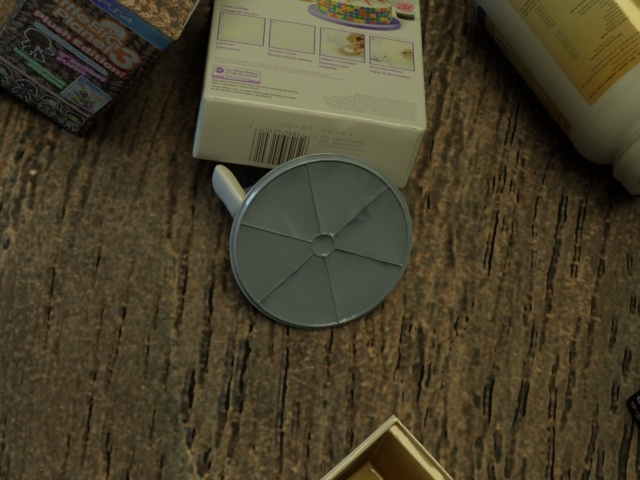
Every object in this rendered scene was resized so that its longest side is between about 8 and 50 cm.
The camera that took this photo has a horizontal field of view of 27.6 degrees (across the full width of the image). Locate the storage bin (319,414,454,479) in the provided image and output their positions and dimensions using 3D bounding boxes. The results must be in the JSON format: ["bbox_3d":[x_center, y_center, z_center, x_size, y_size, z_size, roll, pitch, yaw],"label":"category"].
[{"bbox_3d":[0.054,0.361,1.249,0.262,0.123,0.260,-37,76,-24],"label":"storage bin"}]

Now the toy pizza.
[{"bbox_3d":[0.000,0.000,1.408,0.201,0.032,0.201,-4,110,-11],"label":"toy pizza"}]

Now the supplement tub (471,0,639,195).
[{"bbox_3d":[0.350,-0.234,1.534,0.228,0.228,0.316,-27,73,-21],"label":"supplement tub"}]

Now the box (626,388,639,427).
[{"bbox_3d":[0.475,0.212,1.440,0.220,0.051,0.175,-17,69,-18],"label":"box"}]

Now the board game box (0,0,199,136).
[{"bbox_3d":[-0.220,-0.282,1.400,0.141,0.291,0.232,33,61,-17],"label":"board game box"}]

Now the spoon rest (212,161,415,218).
[{"bbox_3d":[-0.008,-0.087,1.491,0.276,0.084,0.137,-23,71,-34],"label":"spoon rest"}]

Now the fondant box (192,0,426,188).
[{"bbox_3d":[-0.010,-0.218,1.483,0.238,0.096,0.330,8,47,-7],"label":"fondant box"}]
